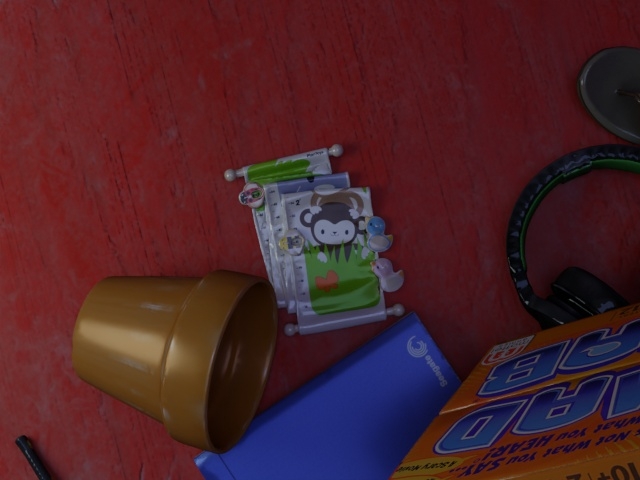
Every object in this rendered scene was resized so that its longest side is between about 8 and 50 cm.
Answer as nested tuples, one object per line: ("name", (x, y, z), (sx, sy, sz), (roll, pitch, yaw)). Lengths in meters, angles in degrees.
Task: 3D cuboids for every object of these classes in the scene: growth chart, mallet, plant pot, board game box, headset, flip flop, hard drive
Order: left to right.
("mallet", (-0.310, 0.318, 1.421), (0.039, 0.062, 0.190), (-34, 73, -2))
("plant pot", (-0.173, 0.122, 1.355), (0.188, 0.205, 0.205), (13, 87, 16))
("growth chart", (0.000, 0.000, 1.436), (0.172, 0.021, 0.237), (-19, 88, -1))
("hard drive", (0.038, 0.260, 1.413), (0.318, 0.040, 0.210), (-34, 87, -1))
("headset", (0.374, 0.082, 1.392), (0.243, 0.185, 0.394), (-23, 72, 6))
("board game box", (0.334, 0.283, 1.141), (0.356, 0.356, 0.356), (-21, 99, 33))
("flip flop", (0.433, -0.136, 1.407), (0.277, 0.080, 0.112), (41, 88, 2))
